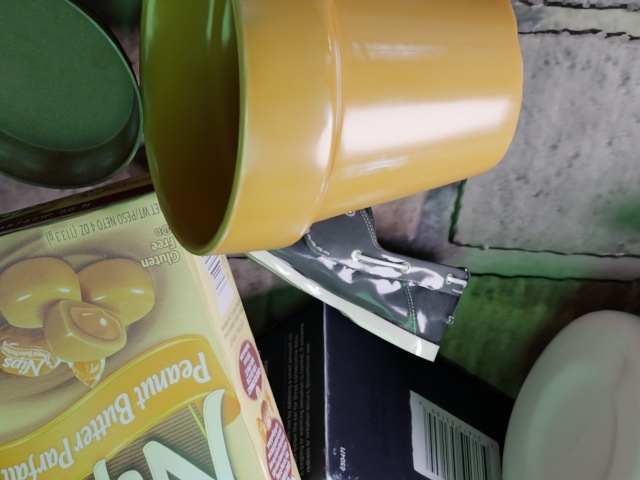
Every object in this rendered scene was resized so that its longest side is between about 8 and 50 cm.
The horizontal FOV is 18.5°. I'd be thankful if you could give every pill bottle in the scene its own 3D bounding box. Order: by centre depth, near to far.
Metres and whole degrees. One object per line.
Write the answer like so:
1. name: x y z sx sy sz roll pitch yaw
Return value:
1. pill bottle: 0.336 0.185 1.468 0.361 0.204 0.204 14 136 -23

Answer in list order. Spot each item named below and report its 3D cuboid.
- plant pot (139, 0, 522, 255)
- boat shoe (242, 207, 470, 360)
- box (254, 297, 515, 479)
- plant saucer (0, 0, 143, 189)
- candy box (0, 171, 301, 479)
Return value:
1. plant pot: 0.009 -0.098 1.168 0.188 0.205 0.205 -4 141 -20
2. boat shoe: 0.000 0.000 1.371 0.233 0.084 0.079 30 92 -22
3. box: 0.007 0.233 1.540 0.296 0.182 0.294 32 130 -32
4. plant saucer: -0.184 -0.105 1.231 0.168 0.029 0.168 13 135 14
5. candy box: -0.126 0.124 1.306 0.183 0.087 0.316 -15 102 12
